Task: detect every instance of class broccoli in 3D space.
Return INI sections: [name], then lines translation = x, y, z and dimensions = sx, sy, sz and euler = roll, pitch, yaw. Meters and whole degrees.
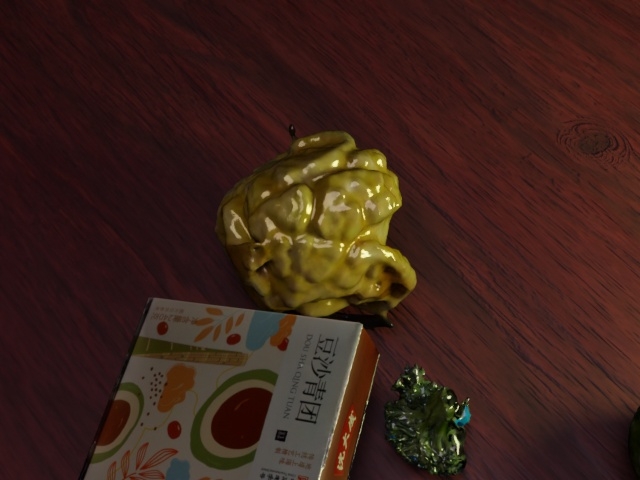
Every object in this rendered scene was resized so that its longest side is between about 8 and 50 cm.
[broccoli]
translation = 0.178, 0.282, 1.467
dimensions = 0.154, 0.160, 0.167
euler = 22, 54, -12

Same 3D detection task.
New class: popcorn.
[popcorn]
translation = 0.000, 0.000, 1.567
dimensions = 0.349, 0.349, 0.381
euler = -33, 103, -9

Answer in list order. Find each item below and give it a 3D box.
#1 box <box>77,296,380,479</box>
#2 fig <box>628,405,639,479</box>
[box]
translation = -0.140, 0.281, 1.438
dimensions = 0.385, 0.122, 0.344
euler = 5, 61, 22
[fig]
translation = 0.572, 0.364, 1.394
dimensions = 0.203, 0.203, 0.235
euler = -9, 102, 3
